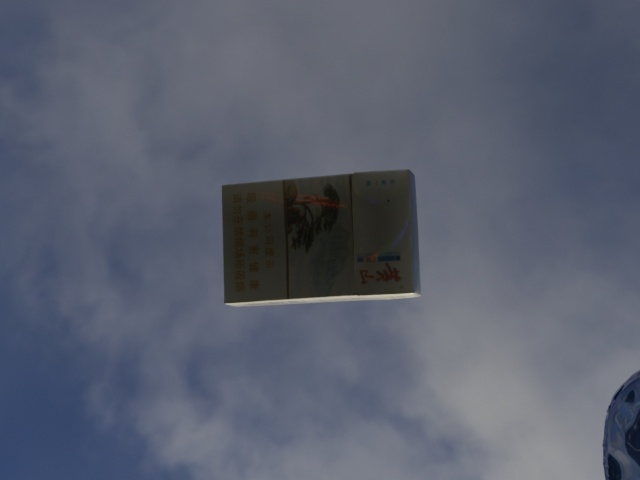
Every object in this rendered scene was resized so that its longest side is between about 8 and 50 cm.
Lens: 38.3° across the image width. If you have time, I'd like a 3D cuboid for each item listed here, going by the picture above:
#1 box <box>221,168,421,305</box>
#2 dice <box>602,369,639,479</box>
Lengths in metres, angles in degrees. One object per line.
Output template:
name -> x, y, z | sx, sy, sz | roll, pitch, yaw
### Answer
box -> 0.001, 0.000, 1.110 | 0.233, 0.067, 0.149 | -4, -96, 13
dice -> 0.231, 0.108, 0.424 | 0.143, 0.146, 0.146 | -47, -125, 49
